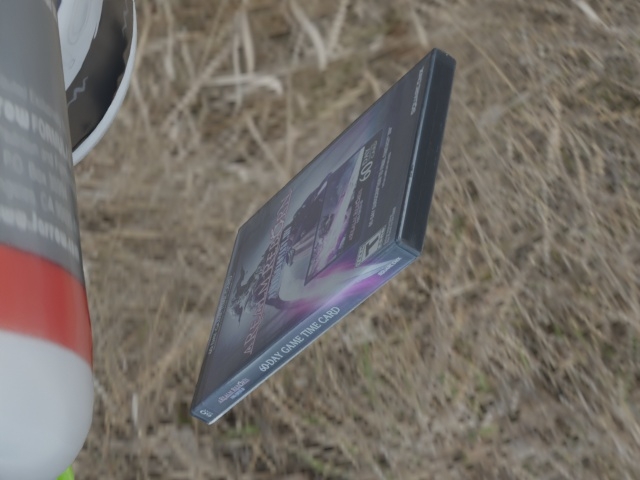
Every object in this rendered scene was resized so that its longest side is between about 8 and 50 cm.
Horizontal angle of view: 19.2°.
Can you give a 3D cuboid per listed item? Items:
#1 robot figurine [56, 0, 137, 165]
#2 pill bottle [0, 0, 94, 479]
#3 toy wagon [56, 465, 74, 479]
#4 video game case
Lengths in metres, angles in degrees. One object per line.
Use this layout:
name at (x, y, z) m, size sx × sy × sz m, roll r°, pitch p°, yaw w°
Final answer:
robot figurine at (-0.177, -0.106, 0.822) m, size 0.173 × 0.278 × 0.209 m, roll 31°, pitch 87°, yaw 6°
pill bottle at (-0.175, -0.110, 0.457) m, size 0.210 × 0.210 × 0.363 m, roll -8°, pitch 76°, yaw -2°
toy wagon at (-0.230, 0.119, 0.828) m, size 0.267 × 0.068 × 0.344 m, roll 2°, pitch 139°, yaw 22°
video game case at (0.000, 0.000, 1.409) m, size 0.026 × 0.196 × 0.274 m, roll 31°, pitch 136°, yaw -20°
